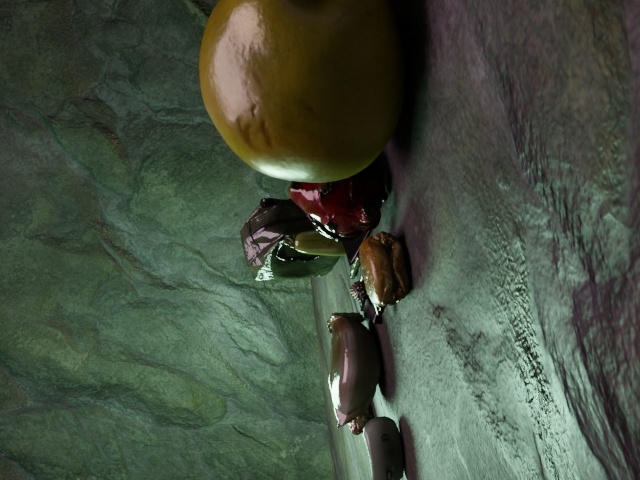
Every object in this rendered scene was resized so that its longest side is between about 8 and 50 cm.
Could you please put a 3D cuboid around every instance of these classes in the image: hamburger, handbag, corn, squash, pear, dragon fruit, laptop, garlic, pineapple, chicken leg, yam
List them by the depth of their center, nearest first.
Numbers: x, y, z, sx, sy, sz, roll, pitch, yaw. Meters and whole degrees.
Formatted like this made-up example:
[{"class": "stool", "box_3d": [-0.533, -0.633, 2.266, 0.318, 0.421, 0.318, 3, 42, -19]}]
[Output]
[{"class": "pear", "box_3d": [-0.026, -0.280, 1.072, 0.418, 0.362, 0.362, 103, 160, -58]}, {"class": "hamburger", "box_3d": [0.127, 0.058, 1.261, 0.138, 0.083, 0.147, 137, 122, -78]}, {"class": "dragon fruit", "box_3d": [0.053, -0.134, 1.341, 0.198, 0.200, 0.269, 71, -147, -51]}, {"class": "chicken leg", "box_3d": [0.133, 0.093, 1.397, 0.089, 0.048, 0.219, -108, 12, -76]}, {"class": "pineapple", "box_3d": [0.120, 0.136, 1.627, 0.124, 0.058, 0.058, -165, 67, -69]}, {"class": "laptop", "box_3d": [0.081, -0.043, 1.642, 0.197, 0.016, 0.135, -105, 33, -48]}, {"class": "garlic", "box_3d": [0.087, 0.341, 1.738, 0.279, 0.132, 0.325, 96, 168, -68]}, {"class": "squash", "box_3d": [0.000, 0.000, 1.753, 0.094, 0.224, 0.094, 178, 90, -89]}, {"class": "yam", "box_3d": [0.098, 0.073, 1.797, 0.234, 0.029, 0.027, 99, 151, -72]}, {"class": "corn", "box_3d": [0.110, 0.491, 1.968, 0.079, 0.079, 0.237, 90, 171, -50]}, {"class": "handbag", "box_3d": [-0.077, -0.017, 2.079, 0.240, 0.341, 0.247, 128, 134, -57]}]

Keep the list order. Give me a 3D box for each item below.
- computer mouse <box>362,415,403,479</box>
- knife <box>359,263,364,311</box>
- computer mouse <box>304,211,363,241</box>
[{"class": "computer mouse", "box_3d": [0.155, 0.517, 1.513, 0.056, 0.089, 0.181, -140, 42, -80]}, {"class": "knife", "box_3d": [0.116, 0.126, 1.761, 0.210, 0.015, 0.028, 88, 166, -46]}, {"class": "computer mouse", "box_3d": [0.025, -0.153, 1.499, 0.116, 0.183, 0.323, -24, 71, 60]}]
